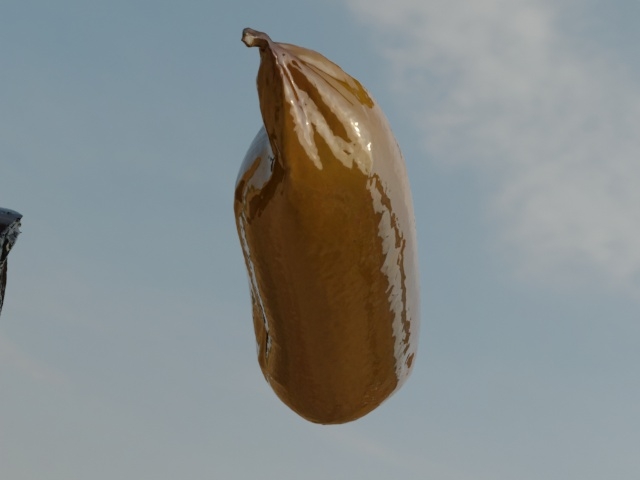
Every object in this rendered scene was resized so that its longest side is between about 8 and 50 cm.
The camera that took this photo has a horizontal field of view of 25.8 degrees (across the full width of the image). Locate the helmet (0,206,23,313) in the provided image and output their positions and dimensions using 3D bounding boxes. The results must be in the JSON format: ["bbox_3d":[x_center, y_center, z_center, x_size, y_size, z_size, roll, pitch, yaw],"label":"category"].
[{"bbox_3d":[-0.216,0.023,0.812,0.070,0.098,0.123,14,-16,-14],"label":"helmet"}]

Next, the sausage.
[{"bbox_3d":[0.003,-0.005,0.820,0.112,0.112,0.328,15,-35,18],"label":"sausage"}]
